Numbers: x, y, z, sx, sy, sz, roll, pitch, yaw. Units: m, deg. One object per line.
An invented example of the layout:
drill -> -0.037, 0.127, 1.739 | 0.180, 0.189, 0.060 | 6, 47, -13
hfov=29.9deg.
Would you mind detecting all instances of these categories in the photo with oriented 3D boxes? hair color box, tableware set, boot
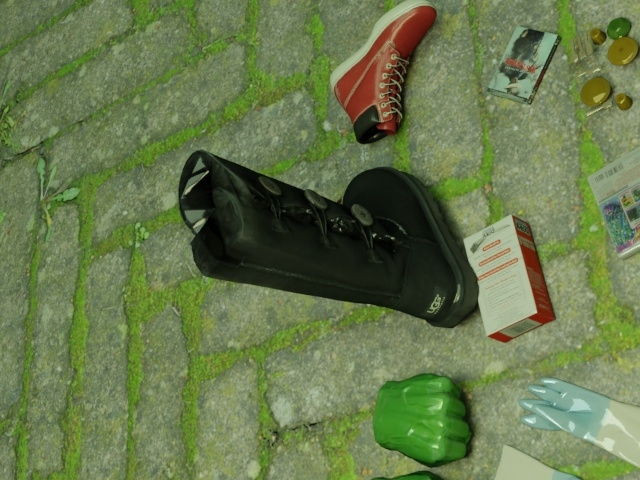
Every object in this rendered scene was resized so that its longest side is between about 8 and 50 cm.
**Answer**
hair color box -> 0.280, 0.057, 1.784 | 0.093, 0.053, 0.167 | -30, 56, 32
tableware set -> 0.434, -0.261, 1.802 | 0.104, 0.024, 0.154 | -23, 57, 30
boot -> -0.018, -0.038, 1.788 | 0.146, 0.445, 0.367 | -64, 36, 21
boot -> 0.131, -0.281, 2.038 | 0.244, 0.088, 0.176 | -45, 49, 29

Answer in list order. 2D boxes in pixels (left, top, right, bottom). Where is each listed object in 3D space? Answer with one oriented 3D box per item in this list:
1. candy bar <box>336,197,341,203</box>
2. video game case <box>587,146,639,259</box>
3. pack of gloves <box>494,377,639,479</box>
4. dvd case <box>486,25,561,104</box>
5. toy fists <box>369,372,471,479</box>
candy bar -> 0.000, 0.000, 2.049 | 0.018, 0.040, 0.161 | 28, 112, 2
video game case -> 0.468, -0.069, 1.692 | 0.157, 0.019, 0.143 | -32, 54, 27
pack of gloves -> 0.340, 0.296, 1.636 | 0.232, 0.046, 0.195 | 15, 82, 44
dvd case -> 0.324, -0.280, 1.912 | 0.087, 0.013, 0.119 | 25, 91, 45
toy fists -> 0.148, 0.335, 1.760 | 0.142, 0.096, 0.279 | -5, 71, 51
